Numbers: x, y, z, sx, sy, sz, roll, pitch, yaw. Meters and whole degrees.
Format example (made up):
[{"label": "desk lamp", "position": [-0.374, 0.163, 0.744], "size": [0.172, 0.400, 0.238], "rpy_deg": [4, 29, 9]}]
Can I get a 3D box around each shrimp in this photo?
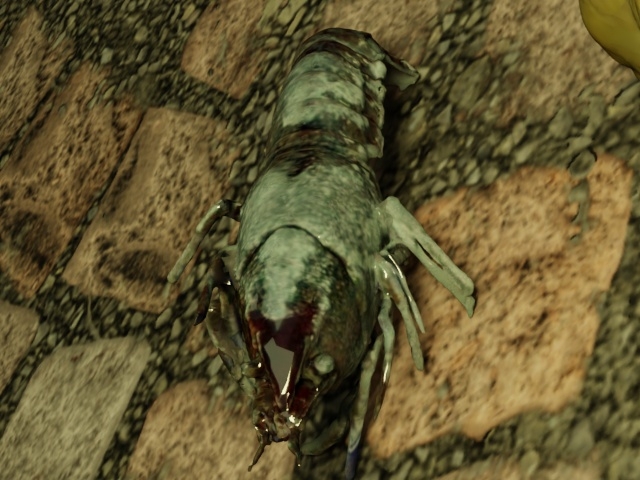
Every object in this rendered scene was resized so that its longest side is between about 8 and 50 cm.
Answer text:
[{"label": "shrimp", "position": [-0.002, 0.000, 1.350], "size": [0.221, 0.166, 0.410], "rpy_deg": [-8, 56, 18]}]

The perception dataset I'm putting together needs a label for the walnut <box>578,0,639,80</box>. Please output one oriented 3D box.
[{"label": "walnut", "position": [0.273, -0.148, 0.991], "size": [0.253, 0.277, 0.282], "rpy_deg": [-44, 19, 9]}]
